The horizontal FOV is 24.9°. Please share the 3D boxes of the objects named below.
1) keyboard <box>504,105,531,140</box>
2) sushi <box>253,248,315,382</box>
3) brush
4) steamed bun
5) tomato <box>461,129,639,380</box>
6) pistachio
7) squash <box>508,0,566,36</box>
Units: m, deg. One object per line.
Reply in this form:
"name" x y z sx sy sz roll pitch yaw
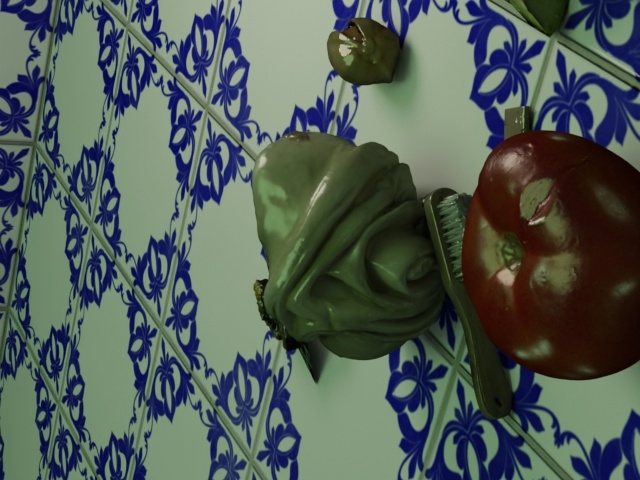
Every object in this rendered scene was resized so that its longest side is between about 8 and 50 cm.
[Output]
"keyboard" 0.267 -0.097 1.952 0.055 0.017 0.166 178 93 -66
"sushi" -0.079 0.120 2.458 0.192 0.050 0.215 80 167 -46
"brush" 0.214 0.079 1.974 0.065 0.070 0.327 -25 73 51
"steamed bun" 0.069 0.001 2.069 0.219 0.309 0.324 -11 73 33
"tomato" 0.297 0.015 1.674 0.298 0.226 0.299 24 118 59
"pistachio" 0.066 -0.292 2.249 0.149 0.113 0.113 -124 42 -69
"squash" 0.252 -0.375 1.893 0.085 0.192 0.184 -38 25 8
